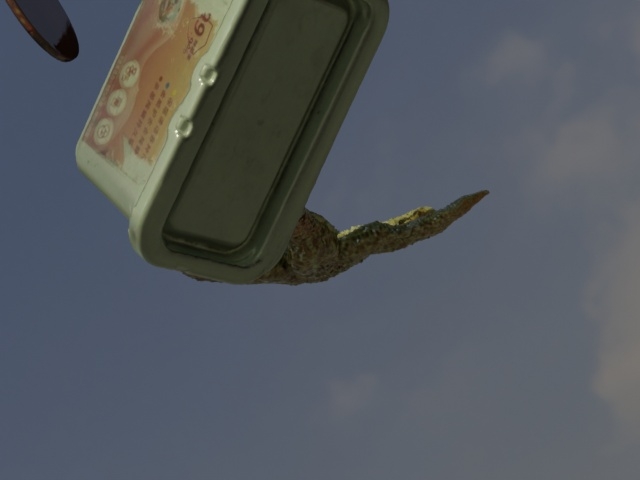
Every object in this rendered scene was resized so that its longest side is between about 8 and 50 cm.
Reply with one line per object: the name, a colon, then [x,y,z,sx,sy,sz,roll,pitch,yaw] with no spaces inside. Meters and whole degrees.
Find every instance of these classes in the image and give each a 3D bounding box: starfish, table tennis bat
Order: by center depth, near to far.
table tennis bat: [-0.234,-0.205,1.290,0.014,0.158,0.095,-31,-1,15]
starfish: [0.002,0.002,1.769,0.357,0.078,0.347,-10,-7,13]

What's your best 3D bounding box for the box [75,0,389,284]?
box: [-0.099,-0.139,1.568,0.175,0.182,0.312,15,-75,-44]
